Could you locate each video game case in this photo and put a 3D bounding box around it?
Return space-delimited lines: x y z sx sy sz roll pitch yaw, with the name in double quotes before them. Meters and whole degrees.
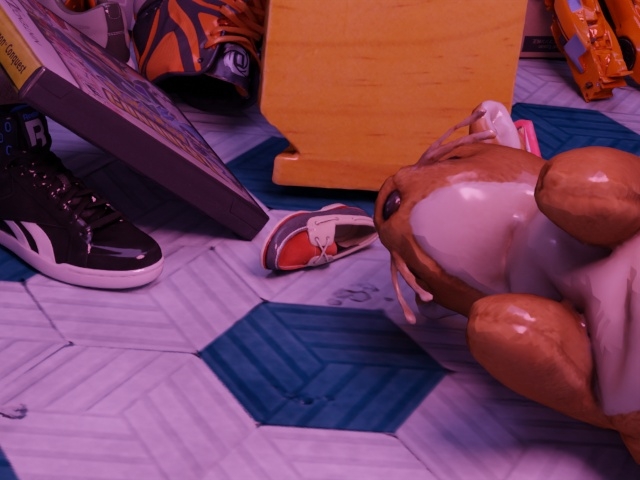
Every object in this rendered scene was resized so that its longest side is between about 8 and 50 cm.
"video game case" -0.191 -0.129 1.186 0.275 0.035 0.248 33 11 -43

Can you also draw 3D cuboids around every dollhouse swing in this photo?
"dollhouse swing" 0.085 -0.256 1.372 0.315 0.347 0.305 3 18 -11

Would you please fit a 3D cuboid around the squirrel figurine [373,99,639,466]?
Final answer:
"squirrel figurine" 0.239 0.032 1.004 0.397 0.281 0.370 1 14 -45

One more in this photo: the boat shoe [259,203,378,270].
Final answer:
"boat shoe" 0.000 0.000 1.164 0.043 0.049 0.137 27 27 28

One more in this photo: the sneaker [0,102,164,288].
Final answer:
"sneaker" -0.224 -0.046 1.105 0.217 0.121 0.079 20 30 22

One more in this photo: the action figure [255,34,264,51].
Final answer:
"action figure" 0.048 -0.261 1.546 0.275 0.141 0.164 -16 12 16

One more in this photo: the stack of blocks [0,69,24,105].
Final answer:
"stack of blocks" -0.404 -0.175 1.247 0.297 0.171 0.087 44 41 22

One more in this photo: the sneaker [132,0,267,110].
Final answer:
"sneaker" -0.062 -0.242 1.427 0.124 0.321 0.180 34 38 -43

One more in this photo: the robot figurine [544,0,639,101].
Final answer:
"robot figurine" 0.354 -0.319 1.688 0.211 0.085 0.291 -8 72 -30

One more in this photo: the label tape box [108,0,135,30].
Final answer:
"label tape box" -0.217 -0.381 1.597 0.347 0.249 0.115 7 28 -14

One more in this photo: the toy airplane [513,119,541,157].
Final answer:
"toy airplane" 0.167 -0.039 1.251 0.151 0.028 0.151 -2 66 5

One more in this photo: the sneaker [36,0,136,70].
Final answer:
"sneaker" -0.298 -0.258 1.517 0.100 0.108 0.271 -18 35 -40

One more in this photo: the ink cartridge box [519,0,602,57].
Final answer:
"ink cartridge box" 0.308 -0.329 1.848 0.193 0.088 0.235 -3 29 -18
